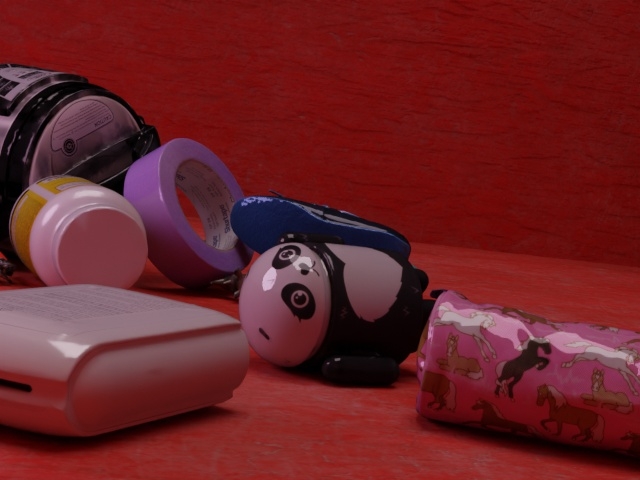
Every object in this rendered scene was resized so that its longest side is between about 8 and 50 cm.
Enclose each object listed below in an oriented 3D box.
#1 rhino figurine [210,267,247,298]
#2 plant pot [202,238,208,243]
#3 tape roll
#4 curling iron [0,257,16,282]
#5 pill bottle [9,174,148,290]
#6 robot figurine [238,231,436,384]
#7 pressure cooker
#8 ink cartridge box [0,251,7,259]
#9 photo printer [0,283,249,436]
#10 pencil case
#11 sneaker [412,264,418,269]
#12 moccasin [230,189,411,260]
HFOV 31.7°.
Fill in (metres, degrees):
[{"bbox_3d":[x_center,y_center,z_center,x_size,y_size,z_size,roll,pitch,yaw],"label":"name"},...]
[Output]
[{"bbox_3d":[-0.079,0.081,2.045,0.243,0.073,0.106,5,2,-13],"label":"rhino figurine"},{"bbox_3d":[-0.256,0.037,2.231,0.083,0.079,0.083,8,5,-1],"label":"plant pot"},{"bbox_3d":[-0.240,-0.050,2.108,0.090,0.274,0.275,-25,-11,27],"label":"tape roll"},{"bbox_3d":[-0.625,0.040,1.923,0.274,0.035,0.068,5,-17,29],"label":"curling iron"},{"bbox_3d":[-0.395,-0.003,1.854,0.188,0.188,0.334,5,6,-24],"label":"pill bottle"},{"bbox_3d":[0.027,0.088,1.517,0.278,0.173,0.209,5,6,-31],"label":"robot figurine"},{"bbox_3d":[-0.532,-0.139,2.202,0.420,0.370,0.375,12,-14,33],"label":"pressure cooker"},{"bbox_3d":[-0.630,-0.071,1.881,0.232,0.066,0.189,34,3,34],"label":"ink cartridge box"},{"bbox_3d":[-0.257,0.116,1.147,0.256,0.107,0.307,10,6,28],"label":"photo printer"},{"bbox_3d":[0.303,0.157,1.277,0.386,0.167,0.160,9,-30,15],"label":"pencil case"},{"bbox_3d":[0.146,0.078,2.206,0.107,0.110,0.275,7,4,-12],"label":"sneaker"},{"bbox_3d":[0.000,0.000,2.110,0.342,0.137,0.117,19,12,10],"label":"moccasin"}]
